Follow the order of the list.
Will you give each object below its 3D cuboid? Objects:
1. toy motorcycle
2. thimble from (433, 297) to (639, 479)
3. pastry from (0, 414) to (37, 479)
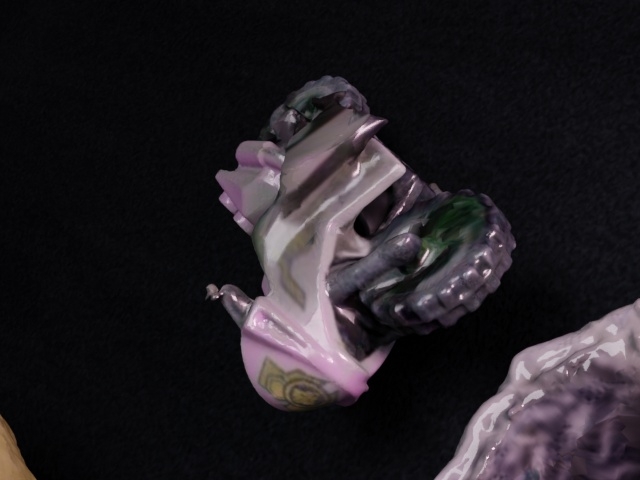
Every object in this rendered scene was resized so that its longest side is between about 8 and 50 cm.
[{"bbox_3d":[0.000,0.000,1.111,0.188,0.143,0.327,-47,31,3],"label":"toy motorcycle"},{"bbox_3d":[0.174,0.149,0.810,0.245,0.157,0.217,-38,41,12],"label":"thimble"},{"bbox_3d":[-0.379,0.236,1.136,0.389,0.312,0.388,-23,43,23],"label":"pastry"}]
